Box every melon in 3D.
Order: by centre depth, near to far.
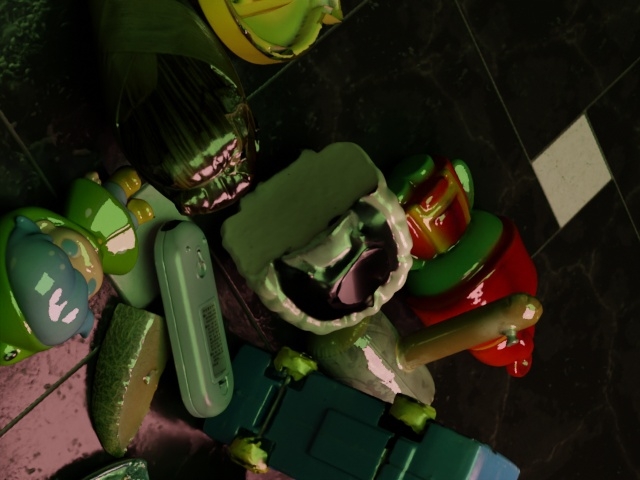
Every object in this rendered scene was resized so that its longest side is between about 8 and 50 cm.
[{"bbox_3d":[-0.228,0.168,1.785,0.098,0.054,0.182,31,81,-52],"label":"melon"}]

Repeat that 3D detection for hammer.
[{"bbox_3d":[0.146,0.131,1.903,0.202,0.305,0.113,48,36,-35],"label":"hammer"}]

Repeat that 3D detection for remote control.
[{"bbox_3d":[-0.149,0.094,1.789,0.087,0.047,0.244,-31,114,-60],"label":"remote control"}]

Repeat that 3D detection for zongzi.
[{"bbox_3d":[-0.180,-0.201,1.588,0.154,0.289,0.317,-28,112,-6],"label":"zongzi"}]

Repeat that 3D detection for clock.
[{"bbox_3d":[-0.077,-0.340,1.710,0.293,0.071,0.277,-19,103,-62],"label":"clock"}]

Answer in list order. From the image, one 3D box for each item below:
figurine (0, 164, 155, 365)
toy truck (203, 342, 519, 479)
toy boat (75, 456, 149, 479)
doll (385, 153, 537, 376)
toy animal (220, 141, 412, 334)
[{"bbox_3d":[-0.286,0.021,1.652,0.263,0.143,0.162,-47,133,-39],"label":"figurine"},{"bbox_3d":[0.039,0.251,1.788,0.162,0.385,0.161,36,77,-51],"label":"toy truck"},{"bbox_3d":[-0.260,0.306,1.771,0.140,0.066,0.059,-25,118,-29],"label":"toy boat"},{"bbox_3d":[0.199,0.049,1.993,0.182,0.160,0.363,-50,125,-26],"label":"doll"},{"bbox_3d":[0.000,0.000,1.818,0.208,0.204,0.156,-36,136,-4],"label":"toy animal"}]
